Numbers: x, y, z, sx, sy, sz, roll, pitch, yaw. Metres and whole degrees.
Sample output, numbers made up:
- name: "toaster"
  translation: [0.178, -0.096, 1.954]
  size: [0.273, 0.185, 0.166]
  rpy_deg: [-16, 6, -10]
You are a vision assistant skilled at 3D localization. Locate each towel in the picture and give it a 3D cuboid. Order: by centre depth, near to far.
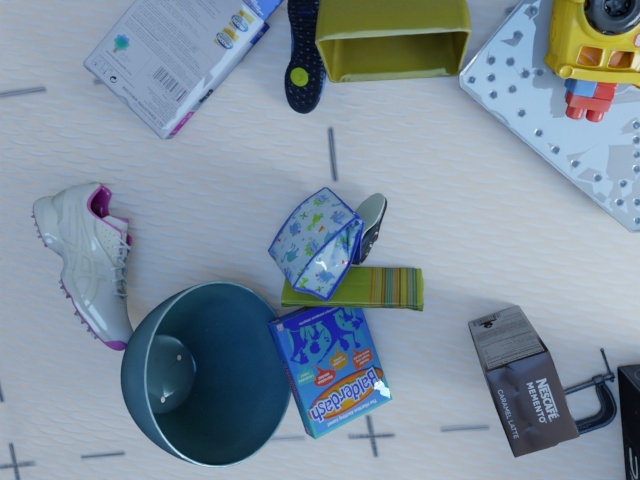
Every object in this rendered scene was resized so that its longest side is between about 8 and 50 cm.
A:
- name: "towel"
  translation: [0.055, 0.080, 1.144]
  size: [0.237, 0.102, 0.021]
  rpy_deg: [1, 124, 7]

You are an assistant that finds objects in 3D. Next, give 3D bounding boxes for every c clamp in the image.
- name: "c clamp"
  translation: [0.443, 0.276, 1.174]
  size: [0.161, 0.022, 0.137]
  rpy_deg: [-28, 101, 9]

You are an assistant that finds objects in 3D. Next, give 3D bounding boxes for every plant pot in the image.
- name: "plant pot"
  translation: [0.107, -0.363, 1.013]
  size: [0.212, 0.212, 0.187]
  rpy_deg: [-1, 87, 7]
- name: "plant pot"
  translation: [-0.218, 0.222, 1.130]
  size: [0.195, 0.290, 0.290]
  rpy_deg: [-12, 100, 43]

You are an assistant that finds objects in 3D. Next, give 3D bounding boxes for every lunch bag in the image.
- name: "lunch bag"
  translation: [0.000, 0.000, 1.110]
  size: [0.096, 0.129, 0.151]
  rpy_deg: [20, 107, -36]

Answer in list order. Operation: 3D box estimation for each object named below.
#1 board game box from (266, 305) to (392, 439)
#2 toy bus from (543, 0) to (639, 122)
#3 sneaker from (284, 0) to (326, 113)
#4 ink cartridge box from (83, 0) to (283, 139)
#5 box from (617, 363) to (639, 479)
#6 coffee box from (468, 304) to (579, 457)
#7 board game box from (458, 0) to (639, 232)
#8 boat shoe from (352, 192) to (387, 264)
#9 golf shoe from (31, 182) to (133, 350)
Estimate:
- name: "board game box"
  translation: [0.018, 0.209, 1.158]
  size: [0.160, 0.047, 0.210]
  rpy_deg: [-23, 99, -21]
- name: "toy bus"
  translation: [0.436, -0.276, 0.971]
  size: [0.220, 0.149, 0.211]
  rpy_deg: [6, 114, 3]
- name: "sneaker"
  translation: [-0.015, -0.313, 1.099]
  size: [0.069, 0.082, 0.209]
  rpy_deg: [11, 121, 15]
- name: "ink cartridge box"
  translation: [-0.222, -0.342, 1.117]
  size: [0.186, 0.065, 0.311]
  rpy_deg: [44, 104, -2]
- name: "box"
  translation: [0.586, 0.350, 1.094]
  size: [0.143, 0.165, 0.270]
  rpy_deg: [-7, 99, 8]
- name: "coffee box"
  translation: [0.309, 0.210, 1.060]
  size: [0.098, 0.246, 0.141]
  rpy_deg: [-21, 97, 10]
- name: "board game box"
  translation: [0.485, -0.277, 1.055]
  size: [0.390, 0.050, 0.390]
  rpy_deg: [40, 102, -2]
- name: "boat shoe"
  translation: [0.077, -0.019, 1.151]
  size: [0.049, 0.042, 0.133]
  rpy_deg: [36, 102, 43]
- name: "golf shoe"
  translation: [-0.377, 0.036, 1.156]
  size: [0.140, 0.115, 0.306]
  rpy_deg: [-28, 81, -1]
